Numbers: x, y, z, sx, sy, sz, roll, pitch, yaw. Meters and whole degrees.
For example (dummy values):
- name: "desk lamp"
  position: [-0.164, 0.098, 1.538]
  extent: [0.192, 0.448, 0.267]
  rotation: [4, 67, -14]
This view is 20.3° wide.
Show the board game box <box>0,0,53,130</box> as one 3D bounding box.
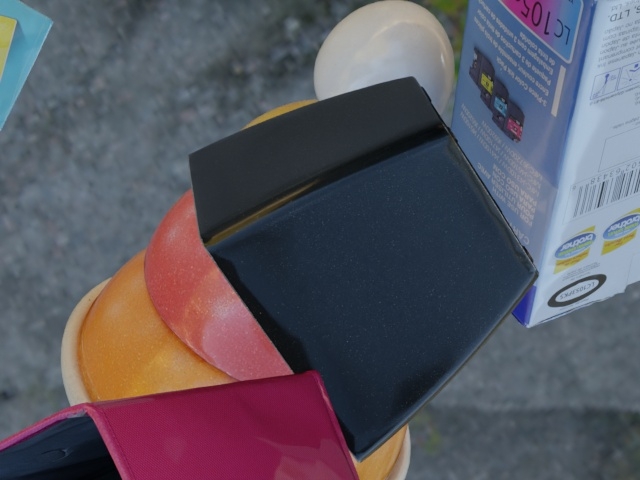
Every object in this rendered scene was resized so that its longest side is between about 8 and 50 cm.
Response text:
- name: "board game box"
  position: [-0.349, -0.136, 1.074]
  extent: [0.253, 0.336, 0.079]
  rotation: [31, 70, -27]

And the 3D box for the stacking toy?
- name: "stacking toy"
  position: [0.000, 0.000, 1.581]
  extent: [0.350, 0.351, 0.480]
  rotation: [3, 131, -33]

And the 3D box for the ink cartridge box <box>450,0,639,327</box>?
- name: "ink cartridge box"
  position: [0.249, -0.104, 1.407]
  extent: [0.270, 0.151, 0.395]
  rotation: [-19, 138, -22]

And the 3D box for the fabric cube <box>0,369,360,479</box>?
- name: "fabric cube"
  position: [-0.108, 0.240, 0.994]
  extent: [0.259, 0.254, 0.258]
  rotation: [-28, 168, 23]

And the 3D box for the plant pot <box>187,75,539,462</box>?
- name: "plant pot"
  position: [0.035, 0.000, 1.186]
  extent: [0.167, 0.187, 0.188]
  rotation: [-31, 110, 5]
